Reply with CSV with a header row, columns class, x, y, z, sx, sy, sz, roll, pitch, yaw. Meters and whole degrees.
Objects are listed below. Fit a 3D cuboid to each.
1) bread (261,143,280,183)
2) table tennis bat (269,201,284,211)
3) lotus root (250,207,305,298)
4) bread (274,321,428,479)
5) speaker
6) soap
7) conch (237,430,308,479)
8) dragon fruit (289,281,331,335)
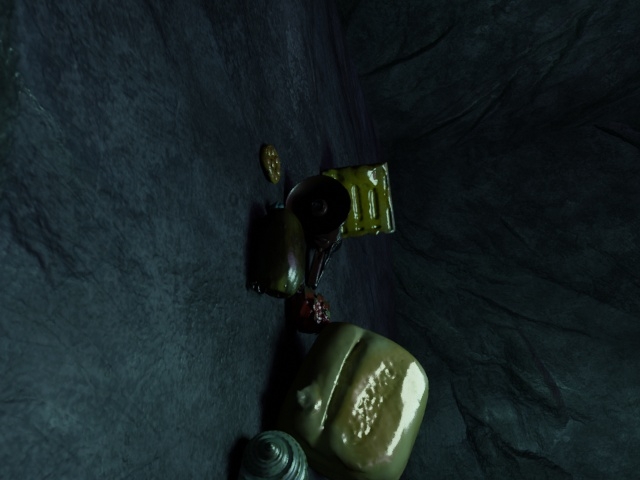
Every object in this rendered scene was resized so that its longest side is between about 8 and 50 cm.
class,x,y,z,sx,sy,sz,roll,pitch,yaw
bread,-0.135,-0.210,1.351,0.110,0.024,0.110,-8,90,-76
table tennis bat,-0.099,0.009,1.361,0.153,0.040,0.244,-71,154,-60
lotus root,-0.096,0.029,1.204,0.124,0.123,0.241,72,19,-63
bread,0.088,0.417,1.265,0.376,0.348,0.253,-62,-178,-32
speaker,0.020,-0.009,1.549,0.329,0.198,0.259,72,4,-62
soap,0.151,-0.159,1.931,0.143,0.259,0.281,-51,135,-77
conch,-0.087,0.489,0.999,0.172,0.131,0.200,-80,154,-56
dragon fruit,-0.029,0.197,1.386,0.142,0.121,0.130,-126,-137,-60
